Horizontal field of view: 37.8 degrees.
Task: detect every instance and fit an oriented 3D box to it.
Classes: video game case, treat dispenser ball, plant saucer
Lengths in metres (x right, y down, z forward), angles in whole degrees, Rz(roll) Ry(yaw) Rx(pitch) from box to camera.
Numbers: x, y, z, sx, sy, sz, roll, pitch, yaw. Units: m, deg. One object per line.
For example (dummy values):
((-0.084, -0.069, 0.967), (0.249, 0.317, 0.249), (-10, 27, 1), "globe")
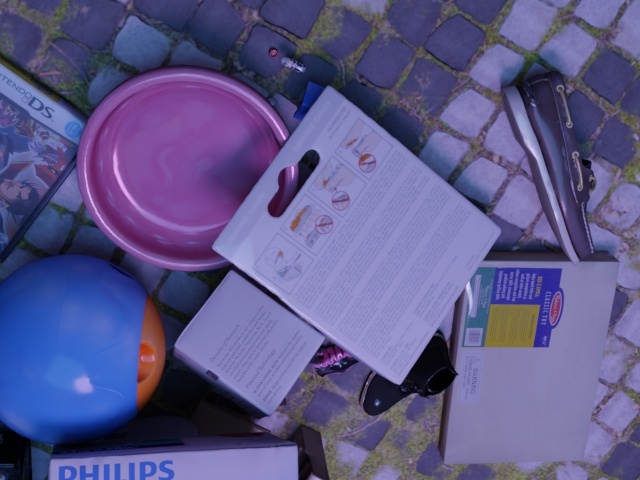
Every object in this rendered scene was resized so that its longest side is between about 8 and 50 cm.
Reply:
((-0.514, -0.138, 1.424), (0.248, 0.035, 0.275), (36, 103, -19), "video game case")
((-0.380, 0.165, 1.424), (0.288, 0.288, 0.288), (-2, 112, -6), "treat dispenser ball")
((-0.200, -0.113, 1.432), (0.332, 0.084, 0.332), (-1, 118, -2), "plant saucer")

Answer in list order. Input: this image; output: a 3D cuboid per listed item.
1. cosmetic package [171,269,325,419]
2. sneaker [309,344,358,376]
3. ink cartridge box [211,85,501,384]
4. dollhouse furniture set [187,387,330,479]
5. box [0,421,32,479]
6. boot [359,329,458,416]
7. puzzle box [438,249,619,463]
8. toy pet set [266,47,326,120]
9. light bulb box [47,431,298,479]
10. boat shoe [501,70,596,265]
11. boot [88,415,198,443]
((-0.119, 0.168, 1.484), (0.183, 0.151, 0.151), (36, 72, -1), "cosmetic package")
((0.042, 0.207, 1.632), (0.119, 0.047, 0.057), (-15, 128, 3), "sneaker")
((0.057, -0.004, 1.465), (0.385, 0.091, 0.308), (37, 83, -19), "ink cartridge box")
((-0.117, 0.363, 1.606), (0.242, 0.161, 0.212), (28, 106, -17), "dollhouse furniture set")
((-0.539, 0.411, 1.580), (0.077, 0.147, 0.180), (2, 111, -8), "box")
((0.148, 0.251, 1.607), (0.077, 0.137, 0.198), (34, 104, -18), "boot")
((0.365, 0.212, 1.665), (0.272, 0.052, 0.409), (1, 111, -7), "puzzle box")
((-0.048, -0.215, 1.435), (0.114, 0.065, 0.122), (20, 108, -14), "toy pet set")
((-0.218, 0.478, 1.375), (0.358, 0.225, 0.361), (0, 82, -15), "light bulb box")
((0.390, -0.113, 1.507), (0.096, 0.116, 0.324), (-23, 107, 6), "boat shoe")
((-0.306, 0.379, 1.602), (0.258, 0.095, 0.123), (-8, 115, 25), "boot")
